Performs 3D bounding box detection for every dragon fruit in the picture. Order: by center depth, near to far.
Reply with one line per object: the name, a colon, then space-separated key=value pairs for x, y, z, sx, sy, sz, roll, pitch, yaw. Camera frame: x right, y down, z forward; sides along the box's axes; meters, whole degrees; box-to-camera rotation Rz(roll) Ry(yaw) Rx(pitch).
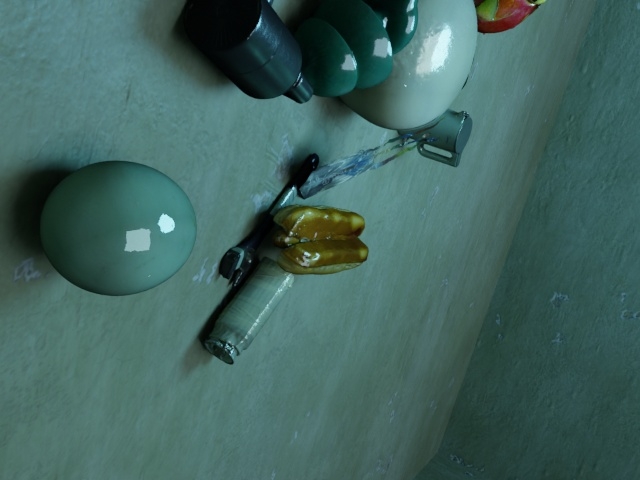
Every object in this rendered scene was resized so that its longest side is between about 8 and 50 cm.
dragon fruit: x=0.384 y=-0.562 z=1.859 sx=0.227 sy=0.224 sz=0.224 roll=-35 pitch=180 yaw=39

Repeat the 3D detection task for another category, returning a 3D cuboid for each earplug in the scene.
earplug: x=0.048 y=-0.363 z=1.403 sx=0.280 sy=0.164 sz=0.257 roll=-43 pitch=142 yaw=-18

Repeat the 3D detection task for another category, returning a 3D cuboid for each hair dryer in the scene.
hair dryer: x=-0.063 y=-0.360 z=1.253 sx=0.244 sy=0.116 sz=0.302 roll=35 pitch=73 yaw=-69

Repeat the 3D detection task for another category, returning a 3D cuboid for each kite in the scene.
kite: x=0.100 y=-0.158 z=1.635 sx=0.310 sy=0.015 sz=0.169 roll=-26 pitch=168 yaw=-8

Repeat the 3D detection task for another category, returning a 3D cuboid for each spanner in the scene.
spanner: x=-0.086 y=-0.042 z=1.595 sx=0.315 sy=0.024 sz=0.087 roll=-55 pitch=156 yaw=-28

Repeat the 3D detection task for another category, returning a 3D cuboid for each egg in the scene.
egg: x=-0.246 y=-0.015 z=1.080 sx=0.231 sy=0.168 sz=0.168 roll=-2 pitch=114 yaw=-70

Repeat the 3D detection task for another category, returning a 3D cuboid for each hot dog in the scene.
hot dog: x=0.000 y=0.000 z=1.676 sx=0.337 sy=0.100 sz=0.135 roll=-3 pitch=82 yaw=-64

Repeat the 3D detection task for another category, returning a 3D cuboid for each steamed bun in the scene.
steamed bun: x=0.173 y=-0.358 z=1.618 sx=0.324 sy=0.206 sz=0.324 roll=-48 pitch=153 yaw=-36

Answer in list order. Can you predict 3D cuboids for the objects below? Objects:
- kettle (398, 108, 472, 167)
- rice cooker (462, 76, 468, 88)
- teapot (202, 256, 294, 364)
kettle: x=0.259 y=-0.251 z=1.978 sx=0.098 sy=0.148 sz=0.126 roll=4 pitch=109 yaw=-67
rice cooker: x=0.282 y=-0.409 z=1.923 sx=0.106 sy=0.112 sz=0.165 roll=-60 pitch=157 yaw=-29
teapot: x=-0.135 y=0.136 z=1.595 sx=0.200 sy=0.077 sz=0.107 roll=-54 pitch=173 yaw=-27
